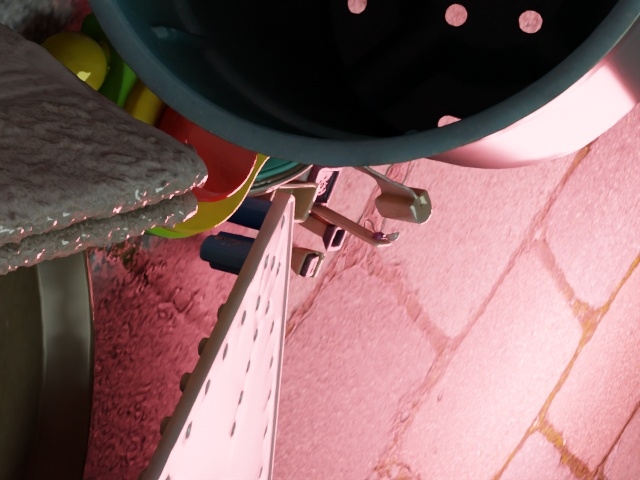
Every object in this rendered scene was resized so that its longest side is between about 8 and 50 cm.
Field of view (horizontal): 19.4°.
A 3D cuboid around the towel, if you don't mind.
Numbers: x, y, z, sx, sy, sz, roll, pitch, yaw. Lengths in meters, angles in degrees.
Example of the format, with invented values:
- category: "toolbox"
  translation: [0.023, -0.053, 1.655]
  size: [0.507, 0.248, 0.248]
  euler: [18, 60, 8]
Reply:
- category: "towel"
  translation: [-0.199, -0.045, 0.886]
  size: [0.282, 0.187, 0.049]
  euler: [-21, 139, -53]

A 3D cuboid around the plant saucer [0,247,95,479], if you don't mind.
- category: "plant saucer"
  translation: [-0.184, 0.077, 1.071]
  size: [0.278, 0.041, 0.277]
  euler: [1, 90, -80]

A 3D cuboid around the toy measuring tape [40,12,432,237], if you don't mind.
- category: "toy measuring tape"
  translation: [-0.056, -0.037, 1.169]
  size: [0.330, 0.121, 0.121]
  euler: [28, 92, -44]

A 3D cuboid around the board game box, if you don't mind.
- category: "board game box"
  translation: [-0.105, 0.220, 1.315]
  size: [0.390, 0.050, 0.390]
  euler: [-67, 167, -48]

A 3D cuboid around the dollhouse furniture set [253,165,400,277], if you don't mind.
- category: "dollhouse furniture set"
  translation: [0.000, 0.000, 1.400]
  size: [0.114, 0.081, 0.091]
  euler: [-4, 120, -59]

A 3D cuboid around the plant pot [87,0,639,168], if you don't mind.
- category: "plant pot"
  translation: [0.073, -0.189, 1.097]
  size: [0.341, 0.341, 0.334]
  euler: [-62, 162, 4]

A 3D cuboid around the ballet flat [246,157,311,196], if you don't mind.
- category: "ballet flat"
  translation: [-0.023, -0.070, 1.306]
  size: [0.213, 0.072, 0.068]
  euler: [-37, 157, -36]
